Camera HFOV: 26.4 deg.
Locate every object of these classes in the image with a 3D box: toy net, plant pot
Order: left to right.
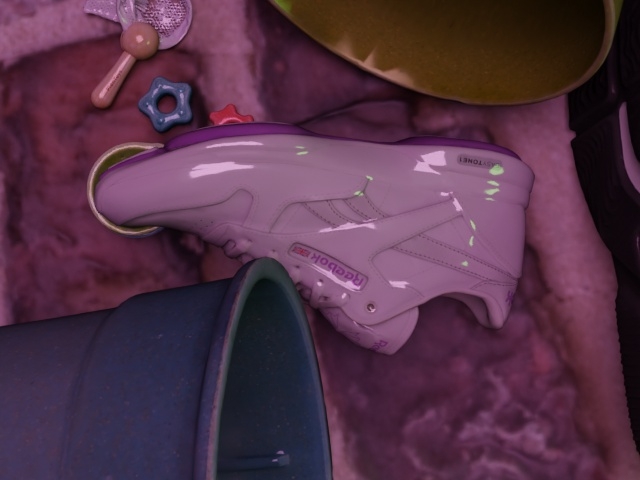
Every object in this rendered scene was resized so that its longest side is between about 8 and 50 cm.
[{"bbox_3d":[-0.181,0.189,0.824,0.334,0.341,0.341,-3,81,9],"label":"plant pot"},{"bbox_3d":[-0.113,-0.118,0.996,0.122,0.045,0.232,-7,81,1],"label":"toy net"},{"bbox_3d":[0.116,-0.291,0.924,0.274,0.275,0.294,24,68,6],"label":"plant pot"}]

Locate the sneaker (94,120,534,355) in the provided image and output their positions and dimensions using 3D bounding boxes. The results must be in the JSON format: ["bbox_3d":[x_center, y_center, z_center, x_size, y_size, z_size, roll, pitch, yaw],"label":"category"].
[{"bbox_3d":[0.000,0.000,0.922,0.305,0.114,0.152,3,86,-10],"label":"sneaker"}]

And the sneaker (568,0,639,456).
[{"bbox_3d":[0.329,-0.043,0.939,0.257,0.169,0.448,0,75,-17],"label":"sneaker"}]
